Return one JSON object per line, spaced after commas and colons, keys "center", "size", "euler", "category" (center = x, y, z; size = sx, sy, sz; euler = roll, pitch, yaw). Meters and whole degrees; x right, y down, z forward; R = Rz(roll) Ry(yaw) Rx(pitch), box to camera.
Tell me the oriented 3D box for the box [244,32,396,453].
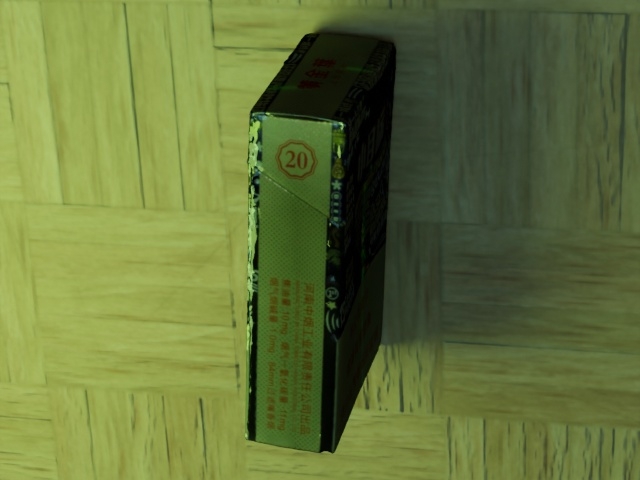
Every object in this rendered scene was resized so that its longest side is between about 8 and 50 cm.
{"center": [0.000, 0.000, 1.478], "size": [0.084, 0.198, 0.310], "euler": [8, 117, 12], "category": "box"}
